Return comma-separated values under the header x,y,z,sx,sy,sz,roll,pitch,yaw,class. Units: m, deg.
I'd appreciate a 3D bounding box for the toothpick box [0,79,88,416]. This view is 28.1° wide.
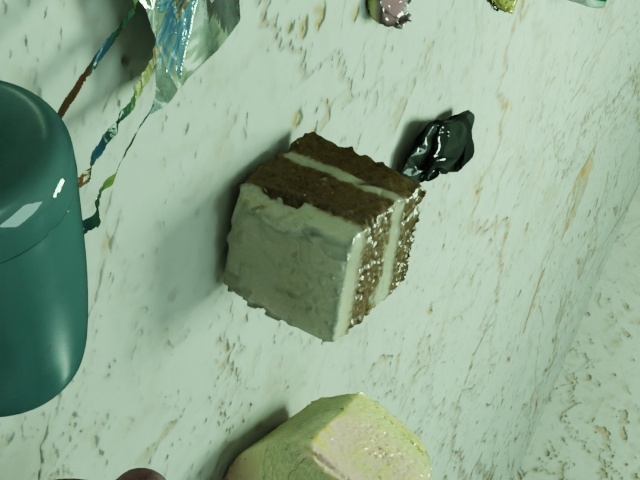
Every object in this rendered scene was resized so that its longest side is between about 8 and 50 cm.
x,y,z,sx,sy,sz,roll,pitch,yaw,class
-0.188,0.013,0.708,0.120,0.120,0.184,-52,156,-37,toothpick box

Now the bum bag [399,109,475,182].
x,y,z,sx,sy,sz,roll,pitch,yaw,class
0.146,-0.106,1.513,0.197,0.049,0.087,-23,135,-63,bum bag

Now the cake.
x,y,z,sx,sy,sz,roll,pitch,yaw,class
0.000,0.000,1.133,0.147,0.135,0.134,-47,153,-45,cake

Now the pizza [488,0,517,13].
x,y,z,sx,sy,sz,roll,pitch,yaw,class
0.231,-0.335,1.521,0.099,0.036,0.160,-43,148,-48,pizza

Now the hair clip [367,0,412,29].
x,y,z,sx,sy,sz,roll,pitch,yaw,class
0.096,-0.289,1.229,0.187,0.056,0.146,-49,154,-23,hair clip

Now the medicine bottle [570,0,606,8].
x,y,z,sx,sy,sz,roll,pitch,yaw,class
0.387,-0.420,1.781,0.119,0.069,0.183,-15,123,-62,medicine bottle

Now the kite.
x,y,z,sx,sy,sz,roll,pitch,yaw,class
-0.111,-0.138,0.838,0.169,0.015,0.310,90,18,-45,kite

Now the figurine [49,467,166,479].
x,y,z,sx,sy,sz,roll,pitch,yaw,class
-0.176,0.251,0.903,0.173,0.173,0.173,-51,153,-39,figurine

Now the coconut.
x,y,z,sx,sy,sz,roll,pitch,yaw,class
0.010,0.296,1.324,0.245,0.233,0.233,-37,143,-59,coconut
